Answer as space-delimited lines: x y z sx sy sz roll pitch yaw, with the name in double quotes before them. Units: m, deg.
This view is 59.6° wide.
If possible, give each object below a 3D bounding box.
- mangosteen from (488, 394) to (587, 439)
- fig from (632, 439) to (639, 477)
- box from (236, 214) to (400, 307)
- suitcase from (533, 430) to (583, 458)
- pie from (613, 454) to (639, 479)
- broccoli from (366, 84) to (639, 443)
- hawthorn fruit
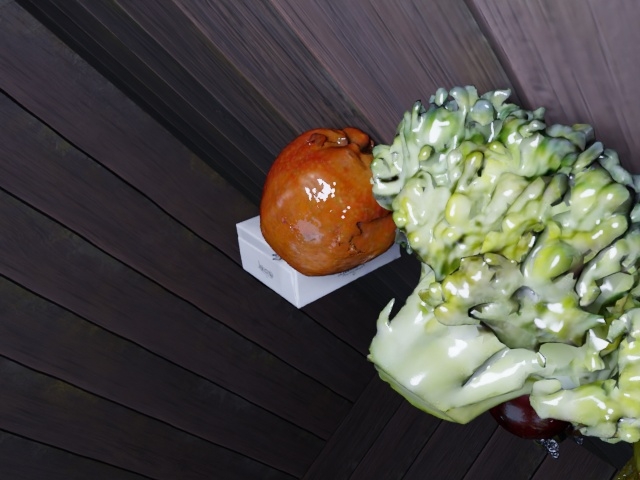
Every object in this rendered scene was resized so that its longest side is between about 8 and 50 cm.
"mangosteen" 0.447 0.282 1.086 0.258 0.215 0.215 6 165 14
"fig" 0.523 0.287 0.794 0.154 0.165 0.144 31 175 42
"box" 0.000 0.000 1.084 0.194 0.261 0.111 31 137 46
"suitcase" 0.541 0.392 1.361 0.234 0.143 0.194 61 -171 33
"pie" 0.666 0.491 1.116 0.079 0.277 0.277 32 172 18
"broccoli" 0.189 0.029 0.487 0.324 0.271 0.334 3 152 32
"hawthorn fruit" 0.000 -0.037 0.839 0.211 0.211 0.299 37 132 -7
